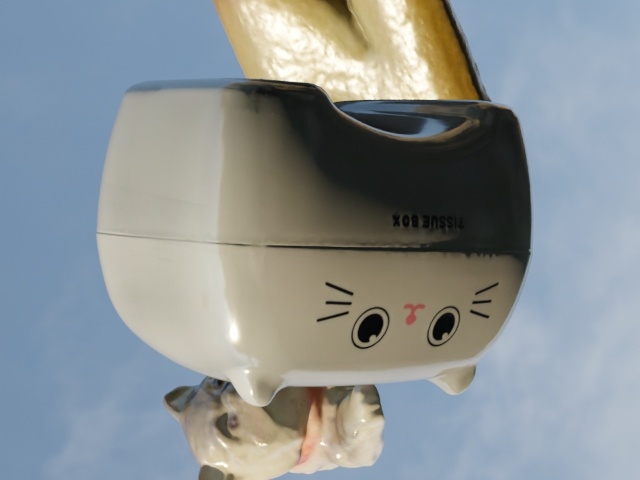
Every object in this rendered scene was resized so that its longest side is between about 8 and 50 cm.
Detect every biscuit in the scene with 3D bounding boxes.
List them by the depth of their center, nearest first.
[{"bbox_3d":[0.036,-0.168,1.629,0.290,0.237,0.062,67,-150,-29],"label":"biscuit"}]

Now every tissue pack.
[{"bbox_3d":[0.000,0.000,1.297,0.333,0.229,0.236,2,-87,-41],"label":"tissue pack"}]

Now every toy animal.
[{"bbox_3d":[-0.062,0.129,1.645,0.308,0.188,0.266,59,179,27],"label":"toy animal"}]
